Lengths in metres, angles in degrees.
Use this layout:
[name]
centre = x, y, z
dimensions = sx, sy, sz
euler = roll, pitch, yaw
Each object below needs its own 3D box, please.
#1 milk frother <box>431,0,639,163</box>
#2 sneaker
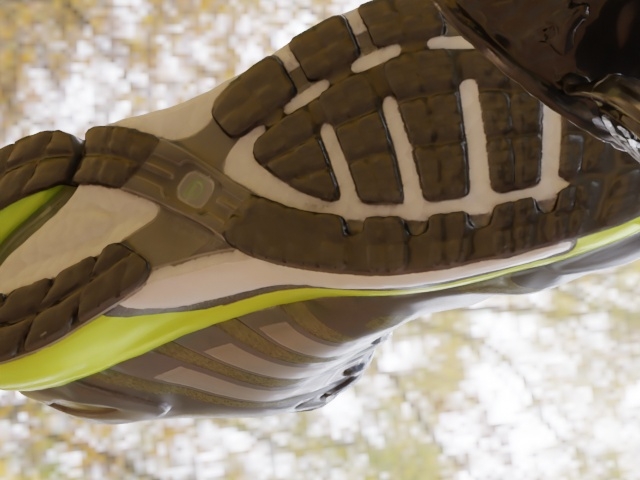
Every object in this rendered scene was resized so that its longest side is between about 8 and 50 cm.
[milk frother]
centre = 0.097, -0.070, 0.391
dimensions = 0.143, 0.129, 0.135
euler = 45, -66, 17
[sneaker]
centre = 0.000, 0.000, 0.692
dimensions = 0.300, 0.121, 0.111
euler = -12, -120, 27
